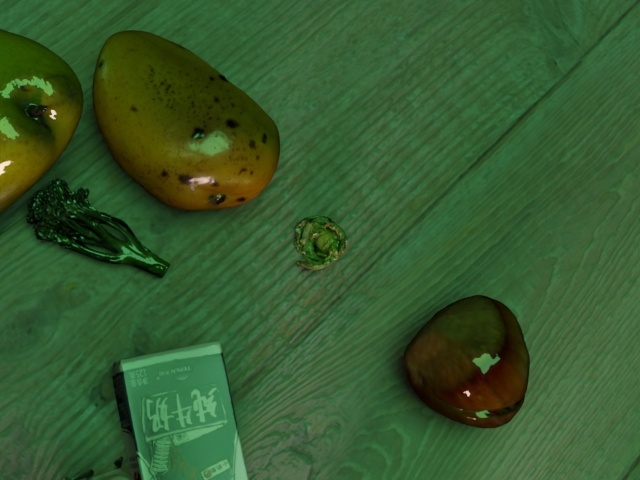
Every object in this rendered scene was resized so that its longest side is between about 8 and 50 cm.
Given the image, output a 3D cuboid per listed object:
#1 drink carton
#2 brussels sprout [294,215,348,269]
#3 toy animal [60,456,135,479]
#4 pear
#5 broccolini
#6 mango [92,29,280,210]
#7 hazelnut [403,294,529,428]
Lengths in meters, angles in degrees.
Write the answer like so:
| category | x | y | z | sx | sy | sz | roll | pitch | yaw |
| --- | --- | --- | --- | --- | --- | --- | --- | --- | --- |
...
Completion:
| category | x | y | z | sx | sy | sz | roll | pitch | yaw |
| --- | --- | --- | --- | --- | --- | --- | --- | --- | --- |
| drink carton | -0.179 | 0.252 | 1.383 | 0.134 | 0.102 | 0.222 | -9 | 81 | -21 |
| brussels sprout | 0.000 | 0.000 | 1.521 | 0.085 | 0.058 | 0.085 | -1 | 87 | 16 |
| toy animal | -0.251 | 0.426 | 1.244 | 0.183 | 0.247 | 0.310 | -16 | 78 | -41 |
| pear | -0.376 | -0.160 | 1.334 | 0.178 | 0.267 | 0.267 | -8 | 76 | 23 |
| broccolini | -0.297 | -0.006 | 1.444 | 0.202 | 0.068 | 0.091 | 35 | 82 | -22 |
| mango | -0.193 | -0.156 | 1.449 | 0.290 | 0.160 | 0.191 | 45 | 78 | 2 |
| hazelnut | 0.200 | 0.170 | 1.487 | 0.182 | 0.182 | 0.182 | 4 | 76 | -16 |
